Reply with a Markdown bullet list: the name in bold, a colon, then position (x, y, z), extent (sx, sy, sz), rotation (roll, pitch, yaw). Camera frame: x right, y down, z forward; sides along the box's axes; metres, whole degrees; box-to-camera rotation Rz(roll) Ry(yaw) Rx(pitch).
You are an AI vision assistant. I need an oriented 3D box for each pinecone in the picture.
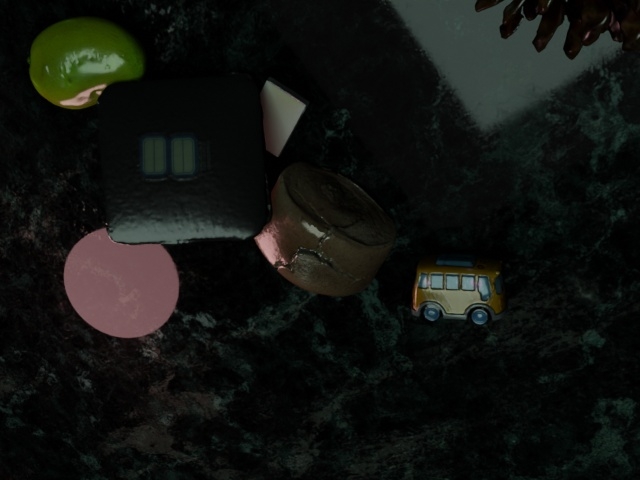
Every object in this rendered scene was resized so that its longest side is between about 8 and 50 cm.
- **pinecone**: position (0.422, -0.457, 1.104), extent (0.397, 0.398, 0.398), rotation (9, 122, 15)

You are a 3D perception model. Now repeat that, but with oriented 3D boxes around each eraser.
- **eraser**: position (-0.100, -0.266, 1.613), extent (0.103, 0.023, 0.150), rotation (33, 125, -1)

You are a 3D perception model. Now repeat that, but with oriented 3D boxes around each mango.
- **mango**: position (-0.508, -0.394, 1.610), extent (0.273, 0.149, 0.185), rotation (-19, 104, 22)

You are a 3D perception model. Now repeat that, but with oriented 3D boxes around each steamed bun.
- **steamed bun**: position (0.000, 0.000, 1.627), extent (0.301, 0.199, 0.251), rotation (32, 125, -1)

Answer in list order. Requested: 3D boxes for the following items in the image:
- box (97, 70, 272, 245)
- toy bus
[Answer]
- **box**: position (-0.285, -0.168, 1.559), extent (0.350, 0.091, 0.359), rotation (-5, 88, -1)
- **toy bus**: position (0.305, 0.098, 1.626), extent (0.209, 0.126, 0.136), rotation (3, 111, 18)
